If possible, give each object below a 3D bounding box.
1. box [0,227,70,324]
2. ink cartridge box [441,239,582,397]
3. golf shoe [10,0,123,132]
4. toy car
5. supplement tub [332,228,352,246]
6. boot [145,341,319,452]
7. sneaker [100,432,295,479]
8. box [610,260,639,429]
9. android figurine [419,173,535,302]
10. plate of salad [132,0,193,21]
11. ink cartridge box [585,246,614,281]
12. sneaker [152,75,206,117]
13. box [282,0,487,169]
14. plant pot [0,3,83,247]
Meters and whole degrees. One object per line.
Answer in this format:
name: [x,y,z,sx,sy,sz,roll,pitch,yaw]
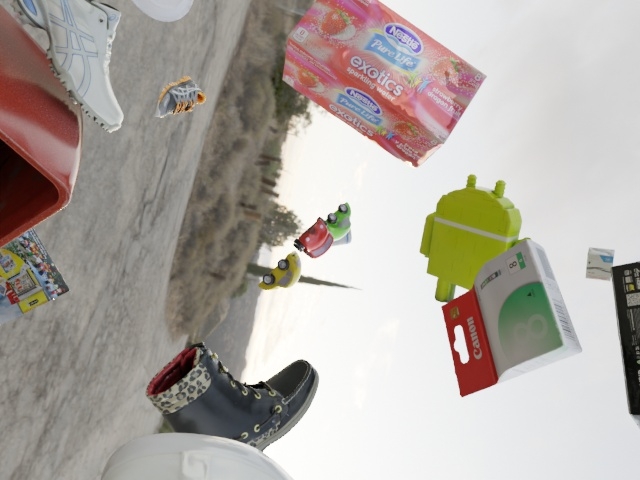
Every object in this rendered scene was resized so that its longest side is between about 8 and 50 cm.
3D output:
box: [-0.558,0.062,0.795,0.159,0.233,0.044,64,21,-8]
ink cartridge box: [0.276,0.129,0.747,0.225,0.056,0.180,-40,-141,40]
golf shoe: [-0.235,-0.199,0.472,0.069,0.086,0.176,52,-14,57]
toy car: [0.000,0.000,0.886,0.225,0.053,0.239,-42,177,-41]
supplement tub: [0.032,-0.016,1.356,0.071,0.107,0.070,171,-90,-79]
boot: [-0.114,0.210,0.669,0.085,0.236,0.178,3,-56,50]
sneaker: [-0.048,0.258,0.370,0.105,0.290,0.123,-58,-172,11]
box: [0.659,0.158,0.790,0.257,0.079,0.321,-18,-141,38]
android figurine: [0.301,0.008,0.924,0.248,0.056,0.272,21,-68,48]
plate of salad: [-0.406,-0.652,1.161,0.048,0.200,0.199,14,-89,41]
ink cartridge box: [0.596,0.058,0.997,0.028,0.048,0.083,-48,134,-41]
sneaker: [-0.397,-0.399,1.324,0.084,0.083,0.214,-43,-166,40]
box: [0.101,-0.280,0.800,0.154,0.300,0.142,-56,-178,-12]
plant pot: [-0.401,-0.134,0.454,0.268,0.267,0.235,-28,-144,15]
